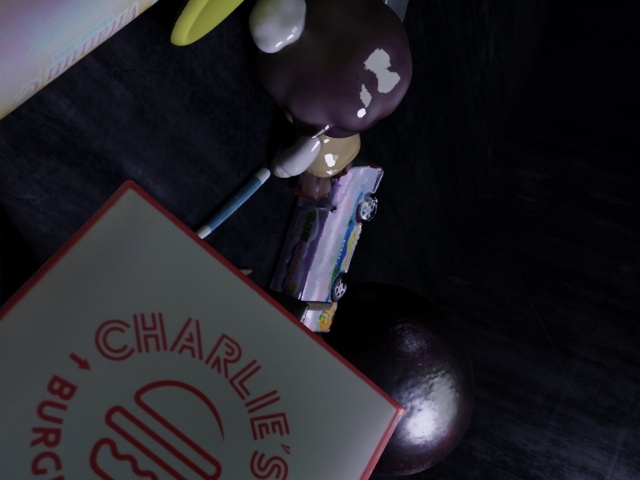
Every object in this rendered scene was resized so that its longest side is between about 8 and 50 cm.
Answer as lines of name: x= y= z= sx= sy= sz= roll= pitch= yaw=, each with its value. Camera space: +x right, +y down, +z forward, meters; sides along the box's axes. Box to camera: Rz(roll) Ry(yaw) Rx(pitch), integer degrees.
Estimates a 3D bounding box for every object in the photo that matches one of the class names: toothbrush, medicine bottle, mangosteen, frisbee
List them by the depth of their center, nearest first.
medicine bottle: x=-0.234 y=-0.163 z=0.628 sx=0.426 sy=0.108 sz=0.108 roll=-54 pitch=156 yaw=-41
frisbee: x=-0.074 y=-0.291 z=0.850 sx=0.236 sy=0.017 sz=0.236 roll=-45 pitch=-172 yaw=8
toothbrush: x=-0.145 y=-0.025 z=1.116 sx=0.276 sy=0.019 sz=0.025 roll=-49 pitch=158 yaw=-44
mangosteen: x=0.092 y=0.283 z=1.559 sx=0.435 sy=0.382 sz=0.382 roll=-21 pitch=130 yaw=-49

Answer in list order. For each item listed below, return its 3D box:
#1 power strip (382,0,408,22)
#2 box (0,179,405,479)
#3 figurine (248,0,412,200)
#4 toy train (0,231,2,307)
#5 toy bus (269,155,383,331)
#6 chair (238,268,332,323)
power strip: x=0.084 y=-0.343 z=1.341 sx=0.105 sy=0.070 sz=0.257 roll=-19 pitch=125 yaw=-62
box: x=-0.175 y=0.201 z=0.697 sx=0.312 sy=0.314 sz=0.300 roll=-55 pitch=-172 yaw=-37
figurine: x=0.001 y=-0.214 z=1.160 sx=0.218 sy=0.206 sz=0.365 roll=-35 pitch=172 yaw=-23
toy train: x=-0.337 y=0.060 z=0.600 sx=0.204 sy=0.082 sz=0.131 roll=-38 pitch=144 yaw=-59
toy bus: x=0.000 y=0.000 z=1.410 sx=0.138 sy=0.112 sz=0.317 roll=4 pitch=105 yaw=-59
chair: x=-0.113 y=0.140 z=1.145 sx=0.188 sy=0.166 sz=0.272 roll=-71 pitch=161 yaw=3
